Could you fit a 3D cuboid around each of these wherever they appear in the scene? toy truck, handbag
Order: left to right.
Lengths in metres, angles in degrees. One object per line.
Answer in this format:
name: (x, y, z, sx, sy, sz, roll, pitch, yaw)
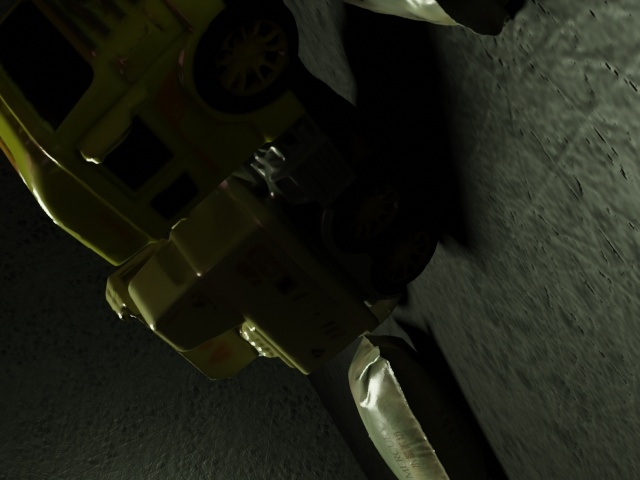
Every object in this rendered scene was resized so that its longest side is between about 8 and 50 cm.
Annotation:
toy truck: (-0.078, -0.041, 0.702, 0.181, 0.254, 0.405, 42, 176, 38)
handbag: (0.118, 0.228, 1.141, 0.270, 0.117, 0.182, 61, 180, -8)

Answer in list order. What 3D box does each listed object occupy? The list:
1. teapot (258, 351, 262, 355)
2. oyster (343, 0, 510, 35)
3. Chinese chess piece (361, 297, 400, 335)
teapot: (-0.120, 0.041, 1.556, 0.424, 0.252, 0.279, -50, -32, -76)
oyster: (-0.030, -0.247, 0.465, 0.351, 0.115, 0.238, 62, -179, 27)
Chinese chess piece: (0.000, 0.000, 1.114, 0.250, 0.097, 0.251, 58, 170, 16)
